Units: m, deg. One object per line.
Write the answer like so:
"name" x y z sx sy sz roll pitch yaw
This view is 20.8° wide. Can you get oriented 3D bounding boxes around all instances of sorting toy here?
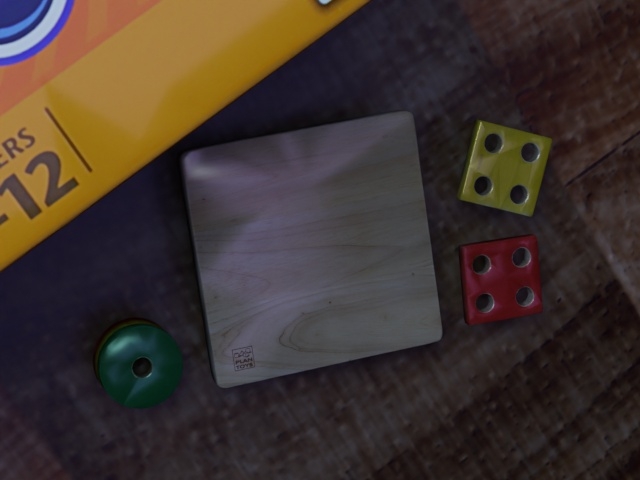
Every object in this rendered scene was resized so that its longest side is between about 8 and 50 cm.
"sorting toy" 0.000 0.000 0.973 0.274 0.046 0.132 -12 101 -15

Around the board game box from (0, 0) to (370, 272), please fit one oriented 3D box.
"board game box" -0.232 -0.170 0.712 0.356 0.356 0.356 -37 107 -9
